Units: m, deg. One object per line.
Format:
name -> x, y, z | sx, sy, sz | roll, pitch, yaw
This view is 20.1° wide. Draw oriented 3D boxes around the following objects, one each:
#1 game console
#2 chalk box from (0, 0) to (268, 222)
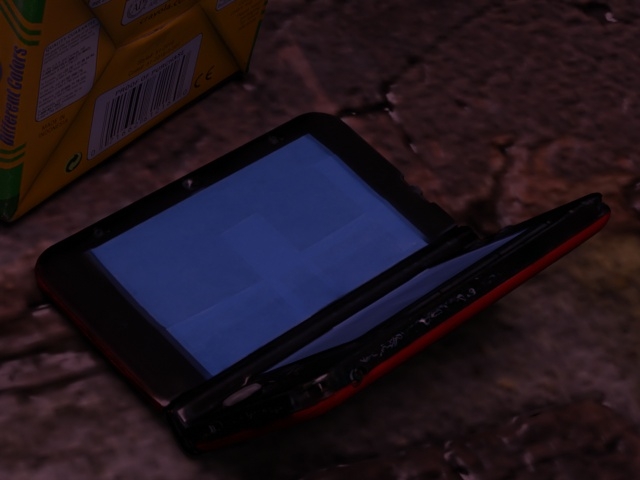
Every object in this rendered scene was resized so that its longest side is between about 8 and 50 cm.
game console -> 0.000, 0.000, 0.600 | 0.144, 0.124, 0.085 | -31, 93, -34
chalk box -> -0.128, -0.139, 0.637 | 0.213, 0.132, 0.132 | 41, 52, 16
